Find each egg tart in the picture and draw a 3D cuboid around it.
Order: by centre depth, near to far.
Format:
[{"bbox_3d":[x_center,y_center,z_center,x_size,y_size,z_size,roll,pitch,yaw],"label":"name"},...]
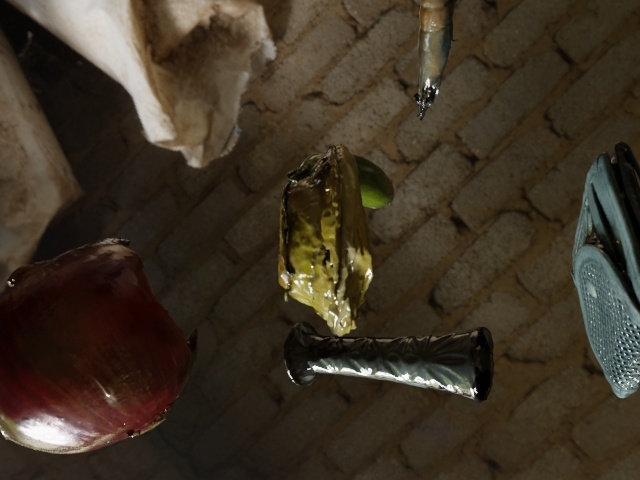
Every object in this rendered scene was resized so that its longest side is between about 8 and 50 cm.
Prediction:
[{"bbox_3d":[0.000,0.000,0.756,0.106,0.241,0.241,0,160,-6],"label":"egg tart"}]

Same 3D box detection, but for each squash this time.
[{"bbox_3d":[0.054,-0.092,0.953,0.318,0.080,0.071,5,92,-63],"label":"squash"}]

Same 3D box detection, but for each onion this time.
[{"bbox_3d":[-0.358,0.173,0.943,0.341,0.341,0.341,-40,169,-10],"label":"onion"}]

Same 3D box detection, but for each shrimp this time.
[{"bbox_3d":[0.212,-0.323,0.955,0.198,0.051,0.261,-29,134,-40],"label":"shrimp"}]

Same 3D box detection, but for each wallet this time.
[{"bbox_3d":[0.398,0.061,0.844,0.075,0.237,0.342,-10,149,10],"label":"wallet"}]

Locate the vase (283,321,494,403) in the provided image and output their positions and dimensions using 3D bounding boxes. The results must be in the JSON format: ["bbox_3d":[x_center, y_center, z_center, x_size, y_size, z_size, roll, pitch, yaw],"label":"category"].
[{"bbox_3d":[0.053,0.097,0.509,0.167,0.059,0.059,-2,-169,30],"label":"vase"}]
